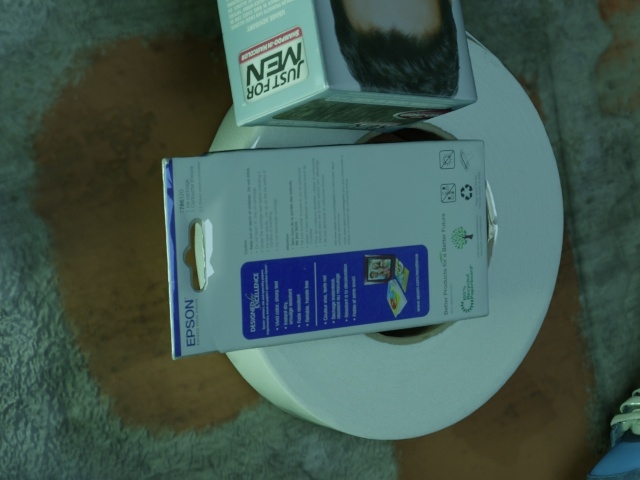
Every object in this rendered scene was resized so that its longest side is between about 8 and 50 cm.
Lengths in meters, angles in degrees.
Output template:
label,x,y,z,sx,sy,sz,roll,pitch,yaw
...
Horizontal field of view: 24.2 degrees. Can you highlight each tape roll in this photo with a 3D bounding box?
label,x,y,z,sx,sy,sz,roll,pitch,yaw
tape roll,0.064,-0.011,1.396,0.392,0.072,0.392,-2,94,-34

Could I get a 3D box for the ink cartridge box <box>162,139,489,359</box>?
label,x,y,z,sx,sy,sz,roll,pitch,yaw
ink cartridge box,0.000,0.000,1.272,0.332,0.065,0.165,-4,96,-36

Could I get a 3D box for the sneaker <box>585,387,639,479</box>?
label,x,y,z,sx,sy,sz,roll,pitch,yaw
sneaker,0.380,0.133,1.603,0.323,0.130,0.236,-21,95,-27

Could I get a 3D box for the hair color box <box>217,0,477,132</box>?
label,x,y,z,sx,sy,sz,roll,pitch,yaw
hair color box,0.003,-0.284,1.238,0.185,0.113,0.374,-2,80,-45
